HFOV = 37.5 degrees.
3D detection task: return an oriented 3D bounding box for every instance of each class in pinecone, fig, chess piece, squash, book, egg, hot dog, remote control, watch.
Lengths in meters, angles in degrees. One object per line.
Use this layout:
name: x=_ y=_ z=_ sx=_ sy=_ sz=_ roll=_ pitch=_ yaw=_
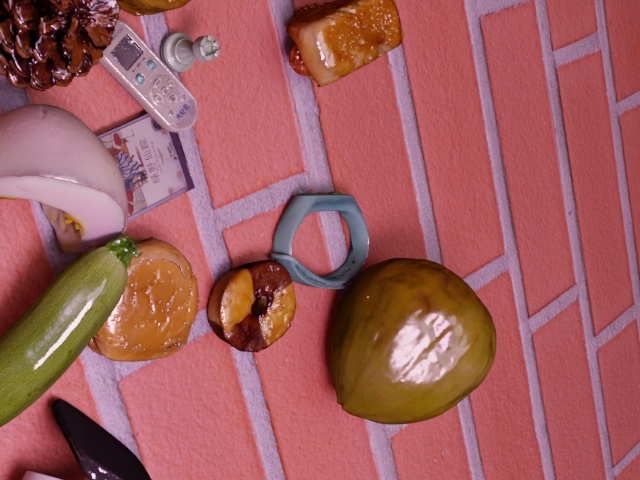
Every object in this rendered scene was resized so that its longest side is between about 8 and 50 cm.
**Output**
pinecone: x=-0.387 y=-0.326 z=1.345 sx=0.222 sy=0.221 sz=0.221 roll=-5 pitch=97 yaw=-44
fig: x=0.168 y=0.207 z=1.862 sx=0.343 sy=0.343 sz=0.343 roll=-5 pitch=97 yaw=-44
chess piece: x=-0.215 y=-0.319 z=1.580 sx=0.067 sy=0.103 sz=0.067 roll=-4 pitch=96 yaw=-44
squash: x=-0.407 y=0.148 z=1.384 sx=0.395 sy=0.107 sz=0.107 roll=-48 pitch=125 yaw=-11
book: x=-0.318 y=-0.112 z=1.553 sx=0.231 sy=0.026 sz=0.157 roll=-32 pitch=114 yaw=-38
egg: x=-0.391 y=-0.109 z=1.371 sx=0.271 sy=0.206 sz=0.161 roll=22 pitch=54 yaw=-45
hot dog: x=0.030 y=-0.381 z=1.779 sx=0.257 sy=0.153 sz=0.150 roll=-36 pitch=113 yaw=-39
remote control: x=-0.287 y=-0.266 z=1.543 sx=0.221 sy=0.042 sz=0.078 roll=46 pitch=61 yaw=-26
watch: x=0.000 y=0.000 z=1.846 sx=0.237 sy=0.068 sz=0.195 roll=-2 pitch=97 yaw=-48

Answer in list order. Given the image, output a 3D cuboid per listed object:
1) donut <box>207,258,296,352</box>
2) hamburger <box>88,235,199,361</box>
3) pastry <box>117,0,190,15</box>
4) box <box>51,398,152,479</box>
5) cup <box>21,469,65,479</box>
donut: x=-0.129 y=0.118 z=1.721 sx=0.184 sy=0.073 sz=0.166 roll=-40 pitch=119 yaw=-36
hamburger: x=-0.299 y=0.096 z=1.539 sx=0.214 sy=0.108 sz=0.213 roll=-11 pitch=106 yaw=-43
pastry: x=-0.272 y=-0.456 z=1.514 sx=0.189 sy=0.103 sz=0.188 roll=-5 pitch=97 yaw=-45
box: x=-0.328 y=0.346 z=1.474 sx=0.042 sy=0.201 sz=0.212 roll=-45 pitch=128 yaw=-5
cup: x=-0.396 y=0.483 z=1.431 sx=0.241 sy=0.186 sz=0.226 roll=37 pitch=62 yaw=-49
